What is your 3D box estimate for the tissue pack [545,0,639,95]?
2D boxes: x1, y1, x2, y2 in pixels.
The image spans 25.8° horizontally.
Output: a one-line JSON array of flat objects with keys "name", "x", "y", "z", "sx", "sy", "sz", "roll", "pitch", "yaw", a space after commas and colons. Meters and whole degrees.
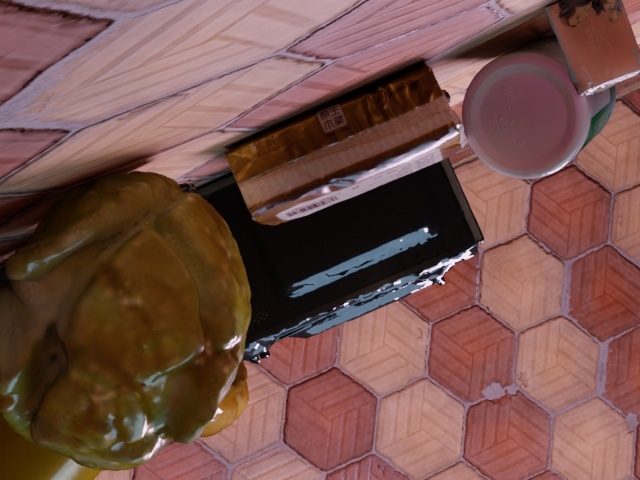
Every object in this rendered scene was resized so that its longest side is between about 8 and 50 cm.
[{"name": "tissue pack", "x": 0.265, "y": -0.192, "z": 1.348, "sx": 0.074, "sy": 0.094, "sz": 0.059, "roll": -22, "pitch": 179, "yaw": 9}]

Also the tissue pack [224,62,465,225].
[{"name": "tissue pack", "x": 0.030, "y": -0.091, "z": 1.420, "sx": 0.226, "sy": 0.092, "sz": 0.183, "roll": -25, "pitch": 178, "yaw": 4}]

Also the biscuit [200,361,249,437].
[{"name": "biscuit", "x": -0.205, "y": 0.125, "z": 1.827, "sx": 0.102, "sy": 0.296, "sz": 0.296, "roll": -43, "pitch": 175, "yaw": 10}]

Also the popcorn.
[{"name": "popcorn", "x": -0.179, "y": 0.074, "z": 1.240, "sx": 0.276, "sy": 0.225, "sz": 0.276, "roll": -44, "pitch": -174, "yaw": 6}]

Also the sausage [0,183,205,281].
[{"name": "sausage", "x": -0.292, "y": 0.041, "z": 1.532, "sx": 0.371, "sy": 0.082, "sz": 0.082, "roll": -23, "pitch": 178, "yaw": 5}]

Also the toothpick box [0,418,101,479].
[{"name": "toothpick box", "x": -0.258, "y": 0.147, "z": 1.435, "sx": 0.271, "sy": 0.175, "sz": 0.175, "roll": -47, "pitch": 180, "yaw": -4}]

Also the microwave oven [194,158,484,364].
[{"name": "microwave oven", "x": 0.000, "y": 0.000, "z": 1.709, "sx": 0.355, "sy": 0.218, "sz": 0.286, "roll": -23, "pitch": 179, "yaw": 1}]

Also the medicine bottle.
[{"name": "medicine bottle", "x": 0.248, "y": -0.153, "z": 1.524, "sx": 0.133, "sy": 0.133, "sz": 0.274, "roll": -24, "pitch": -177, "yaw": 22}]
